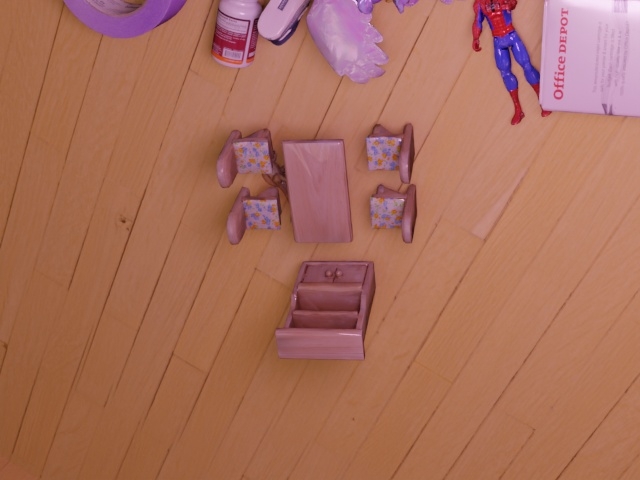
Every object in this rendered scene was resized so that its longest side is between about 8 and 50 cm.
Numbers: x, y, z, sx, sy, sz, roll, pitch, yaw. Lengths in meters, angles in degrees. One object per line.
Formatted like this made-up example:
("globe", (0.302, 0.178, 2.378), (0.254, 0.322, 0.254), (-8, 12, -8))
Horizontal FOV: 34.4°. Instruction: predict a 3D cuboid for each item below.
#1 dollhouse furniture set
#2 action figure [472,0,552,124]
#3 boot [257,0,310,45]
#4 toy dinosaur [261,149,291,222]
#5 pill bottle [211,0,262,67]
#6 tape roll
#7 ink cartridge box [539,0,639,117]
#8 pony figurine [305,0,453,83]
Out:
("dollhouse furniture set", (0.000, 0.000, 2.002), (0.362, 0.256, 0.394), (0, 122, 11))
("action figure", (0.322, -0.333, 1.804), (0.091, 0.139, 0.280), (-14, 107, 27))
("boot", (-0.049, -0.455, 1.938), (0.069, 0.086, 0.190), (39, 96, 9))
("toy dinosaur", (-0.085, -0.134, 2.136), (0.183, 0.053, 0.092), (52, 138, 0))
("pill bottle", (-0.158, -0.417, 1.987), (0.086, 0.086, 0.152), (21, 122, 11))
("tape roll", (-0.388, -0.540, 2.016), (0.274, 0.090, 0.275), (10, 120, 17))
("ink cartridge box", (0.522, -0.322, 1.732), (0.283, 0.117, 0.207), (7, 119, 19))
("pony figurine", (0.068, -0.464, 1.736), (0.303, 0.363, 0.351), (-42, 101, 7))
